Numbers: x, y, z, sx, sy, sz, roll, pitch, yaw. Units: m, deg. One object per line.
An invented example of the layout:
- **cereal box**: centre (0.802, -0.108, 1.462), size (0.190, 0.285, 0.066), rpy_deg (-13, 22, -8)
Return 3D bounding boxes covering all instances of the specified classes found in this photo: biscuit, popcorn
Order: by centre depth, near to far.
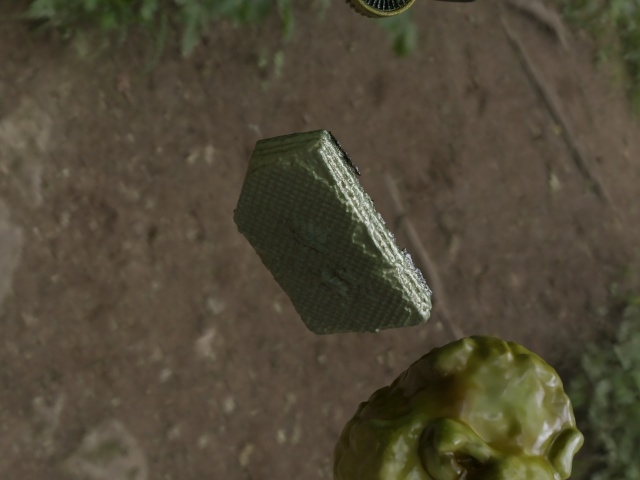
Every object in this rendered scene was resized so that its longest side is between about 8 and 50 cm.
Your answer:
- **popcorn**: centre (0.123, 0.201, 1.094), size (0.203, 0.226, 0.200), rpy_deg (58, -26, 16)
- **biscuit**: centre (0.000, 0.000, 1.243), size (0.252, 0.150, 0.052), rpy_deg (58, 41, -33)

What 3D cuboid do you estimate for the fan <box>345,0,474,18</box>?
- **fan**: centre (0.088, -0.254, 1.200), size (0.039, 0.155, 0.082), rpy_deg (-171, -97, -67)
